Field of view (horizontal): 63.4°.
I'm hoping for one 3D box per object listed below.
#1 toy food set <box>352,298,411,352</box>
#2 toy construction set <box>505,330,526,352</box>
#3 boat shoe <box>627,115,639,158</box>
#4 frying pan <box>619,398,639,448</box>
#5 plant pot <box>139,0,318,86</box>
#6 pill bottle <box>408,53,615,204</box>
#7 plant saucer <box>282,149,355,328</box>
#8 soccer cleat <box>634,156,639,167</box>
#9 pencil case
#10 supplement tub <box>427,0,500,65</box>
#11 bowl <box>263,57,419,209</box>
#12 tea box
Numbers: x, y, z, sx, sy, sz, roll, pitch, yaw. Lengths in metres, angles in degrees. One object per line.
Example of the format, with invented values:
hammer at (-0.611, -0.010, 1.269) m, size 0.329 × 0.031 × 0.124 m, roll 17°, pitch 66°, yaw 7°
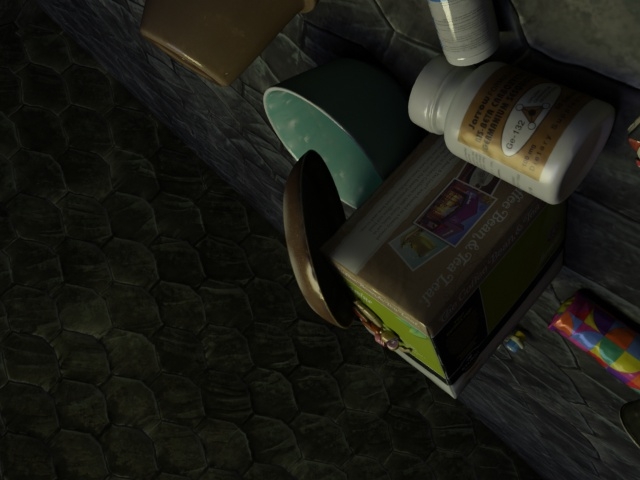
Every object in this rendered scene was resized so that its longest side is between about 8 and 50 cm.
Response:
toy food set at (0.090, 0.145, 0.841) m, size 0.122 × 0.019 × 0.078 m, roll 43°, pitch 168°, yaw 2°
toy construction set at (0.411, 0.244, 1.469) m, size 0.215 × 0.151 × 0.327 m, roll 42°, pitch 157°, yaw 2°
boat shoe at (0.360, -0.137, 0.538) m, size 0.137 × 0.049 × 0.043 m, roll 69°, pitch -168°, yaw -65°
frying pan at (0.638, 0.332, 0.812) m, size 0.326 × 0.053 × 0.197 m, roll 15°, pitch -156°, yaw -2°
plant pot at (-0.150, -0.367, 0.772) m, size 0.263 × 0.229 × 0.263 m, roll 32°, pitch -175°, yaw -3°
pill bottle at (0.234, -0.154, 0.668) m, size 0.229 × 0.131 × 0.131 m, roll 36°, pitch 166°, yaw 30°
plant saucer at (0.000, 0.000, 0.896) m, size 0.310 × 0.050 × 0.310 m, roll -11°, pitch -90°, yaw -75°
soccer cleat at (0.403, -0.092, 0.593) m, size 0.035 × 0.029 × 0.083 m, roll 37°, pitch 173°, yaw -12°
pencil case at (0.547, 0.199, 0.960) m, size 0.236 × 0.104 × 0.104 m, roll 41°, pitch 168°, yaw 17°
supplement tub at (0.169, -0.273, 0.616) m, size 0.071 × 0.071 × 0.107 m, roll 31°, pitch 162°, yaw 45°
bowl at (0.061, -0.209, 0.960) m, size 0.311 × 0.163 × 0.311 m, roll 41°, pitch 167°, yaw 11°
tea box at (0.223, 0.032, 0.870) m, size 0.220 × 0.329 × 0.323 m, roll 35°, pitch 164°, yaw 36°
